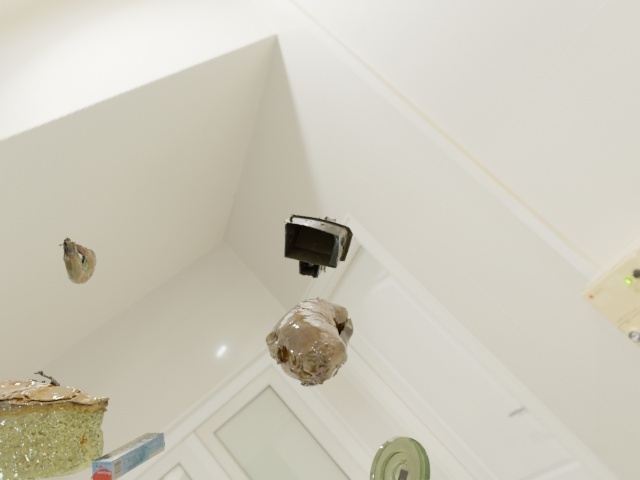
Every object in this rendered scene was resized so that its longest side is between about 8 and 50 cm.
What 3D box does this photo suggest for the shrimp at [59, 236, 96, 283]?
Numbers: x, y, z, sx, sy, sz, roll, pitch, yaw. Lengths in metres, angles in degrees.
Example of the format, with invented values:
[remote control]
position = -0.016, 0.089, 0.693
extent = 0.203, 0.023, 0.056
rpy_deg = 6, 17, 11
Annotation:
[shrimp]
position = -0.663, 0.050, 1.471
extent = 0.190, 0.042, 0.101
rpy_deg = 93, -158, -53

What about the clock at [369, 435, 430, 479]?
[clock]
position = 0.250, 0.730, 1.672
extent = 0.235, 0.234, 0.029
rpy_deg = -33, 12, -34

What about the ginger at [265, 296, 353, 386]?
[ginger]
position = -0.021, 0.216, 1.110
extent = 0.173, 0.165, 0.321
rpy_deg = -20, 6, 7

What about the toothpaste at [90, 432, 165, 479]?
[toothpaste]
position = -0.429, 0.476, 1.195
extent = 0.070, 0.044, 0.193
rpy_deg = -5, -3, 16

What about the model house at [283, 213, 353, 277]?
[model house]
position = 0.000, 0.000, 1.895
extent = 0.243, 0.212, 0.204
rpy_deg = -52, -28, -62

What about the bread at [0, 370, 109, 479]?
[bread]
position = -0.728, 0.459, 1.378
extent = 0.316, 0.279, 0.248
rpy_deg = 3, -85, -28
